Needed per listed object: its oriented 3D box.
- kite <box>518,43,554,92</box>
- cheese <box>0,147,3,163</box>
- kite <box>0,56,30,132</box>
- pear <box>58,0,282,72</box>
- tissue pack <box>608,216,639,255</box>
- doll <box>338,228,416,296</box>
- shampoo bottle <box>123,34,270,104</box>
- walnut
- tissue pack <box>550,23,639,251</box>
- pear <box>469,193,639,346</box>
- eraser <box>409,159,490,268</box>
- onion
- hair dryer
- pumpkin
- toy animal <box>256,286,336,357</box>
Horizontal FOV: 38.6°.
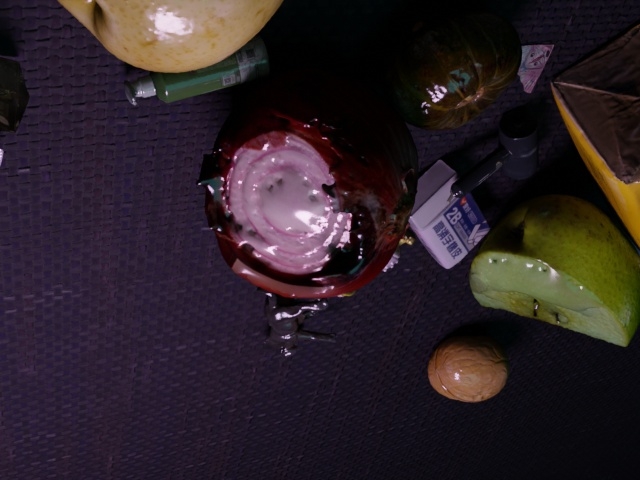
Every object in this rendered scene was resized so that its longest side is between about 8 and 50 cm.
[{"bbox_3d":[0.338,-0.289,1.575,0.152,0.005,0.137,-35,141,11],"label":"kite"},{"bbox_3d":[-0.549,-0.118,1.215,0.245,0.052,0.135,7,128,-35],"label":"cheese"},{"bbox_3d":[-0.477,-0.203,1.110,0.245,0.141,0.015,14,131,-29],"label":"kite"},{"bbox_3d":[-0.160,-0.340,0.997,0.309,0.309,0.309,-16,141,-14],"label":"pear"},{"bbox_3d":[0.634,0.031,2.052,0.257,0.081,0.185,2,134,-30],"label":"tissue pack"},{"bbox_3d":[0.084,0.040,1.740,0.207,0.081,0.129,-38,157,16],"label":"doll"},{"bbox_3d":[-0.175,-0.234,1.288,0.205,0.065,0.065,-17,141,-12],"label":"shampoo bottle"},{"bbox_3d":[0.348,0.297,2.131,0.197,0.165,0.165,11,129,-34],"label":"walnut"},{"bbox_3d":[0.610,-0.154,1.660,0.228,0.293,0.382,-32,142,14],"label":"tissue pack"},{"bbox_3d":[0.459,0.025,1.785,0.238,0.342,0.318,-61,146,-20],"label":"pear"},{"bbox_3d":[0.233,-0.046,1.727,0.124,0.068,0.210,-43,141,-1],"label":"eraser"},{"bbox_3d":[0.003,-0.091,1.367,0.341,0.341,0.341,-16,141,-14],"label":"onion"},{"bbox_3d":[0.307,-0.129,1.647,0.219,0.071,0.124,-38,144,-17],"label":"hair dryer"},{"bbox_3d":[0.190,-0.266,1.406,0.219,0.162,0.219,-28,168,-6],"label":"pumpkin"},{"bbox_3d":[-0.054,0.159,1.797,0.148,0.084,0.232,-21,145,-5],"label":"toy animal"}]
